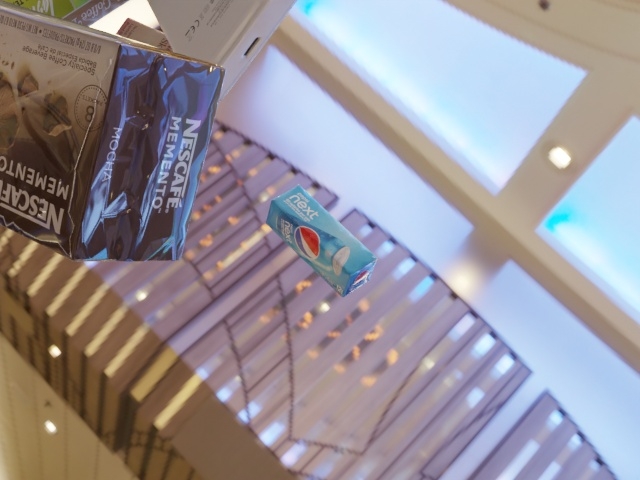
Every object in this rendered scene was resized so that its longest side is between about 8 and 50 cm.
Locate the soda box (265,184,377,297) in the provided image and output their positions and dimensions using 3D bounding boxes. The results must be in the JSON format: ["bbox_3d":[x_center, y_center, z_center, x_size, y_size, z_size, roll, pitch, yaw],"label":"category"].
[{"bbox_3d":[0.000,0.000,1.749,0.210,0.071,0.067,43,-38,23],"label":"soda box"}]

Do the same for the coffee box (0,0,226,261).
[{"bbox_3d":[-0.240,-0.105,0.824,0.297,0.119,0.168,23,-78,33],"label":"coffee box"}]

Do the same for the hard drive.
[{"bbox_3d":[-0.176,-0.414,1.546,0.233,0.047,0.353,-48,-127,27],"label":"hard drive"}]

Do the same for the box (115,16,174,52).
[{"bbox_3d":[-0.338,-0.348,2.084,0.232,0.148,0.127,26,-13,21],"label":"box"}]

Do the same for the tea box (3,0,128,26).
[{"bbox_3d":[-0.526,-0.456,1.554,0.220,0.329,0.323,15,-41,44],"label":"tea box"}]
